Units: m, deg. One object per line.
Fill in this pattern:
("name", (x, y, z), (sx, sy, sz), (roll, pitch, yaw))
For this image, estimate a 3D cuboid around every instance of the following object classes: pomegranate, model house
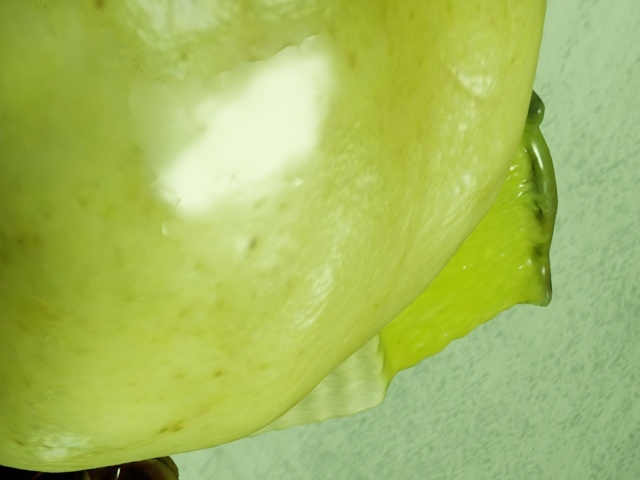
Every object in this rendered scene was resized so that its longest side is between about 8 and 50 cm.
("pomegranate", (-0.083, -0.079, 0.480), (0.333, 0.332, 0.332), (-28, 140, -26))
("model house", (0.000, 0.000, 0.764), (0.234, 0.175, 0.193), (-38, 144, -19))

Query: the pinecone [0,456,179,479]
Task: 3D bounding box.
("pinecone", (-0.214, 0.114, 0.602), (0.292, 0.246, 0.246), (22, 107, -45))
